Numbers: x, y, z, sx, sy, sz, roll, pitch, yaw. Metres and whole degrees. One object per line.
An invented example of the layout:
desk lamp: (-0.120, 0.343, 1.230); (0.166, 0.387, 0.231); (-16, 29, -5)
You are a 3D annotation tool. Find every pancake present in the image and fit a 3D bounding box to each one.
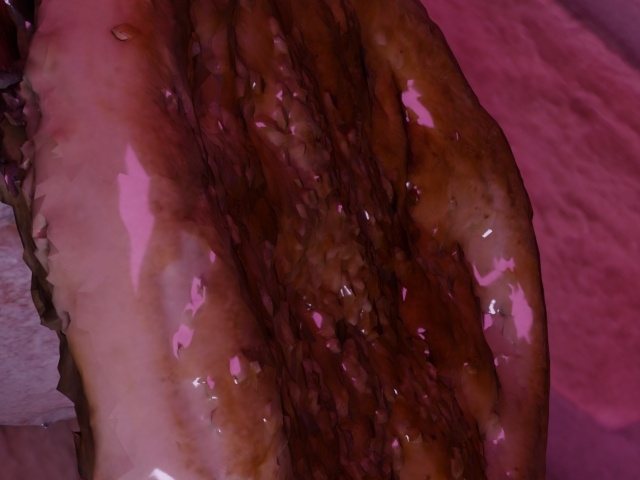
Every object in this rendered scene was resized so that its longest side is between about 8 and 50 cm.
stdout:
pancake: (-0.001, 0.000, 0.693); (0.382, 0.071, 0.382); (42, 41, -51)

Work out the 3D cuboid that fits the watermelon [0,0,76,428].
watermelon: (-0.199, -0.034, 0.708); (0.250, 0.293, 0.283); (-3, 34, 16)
